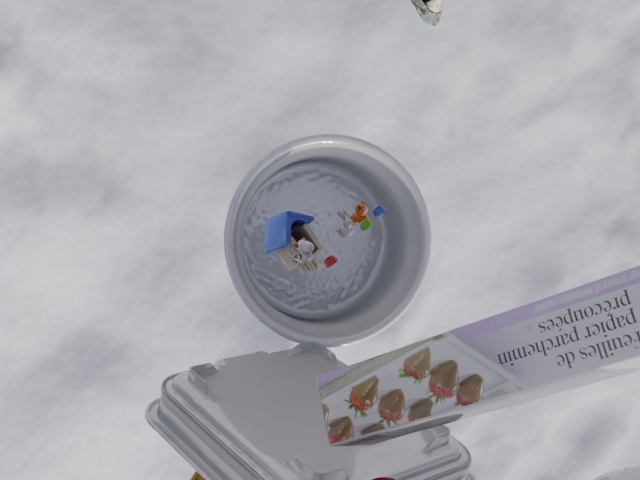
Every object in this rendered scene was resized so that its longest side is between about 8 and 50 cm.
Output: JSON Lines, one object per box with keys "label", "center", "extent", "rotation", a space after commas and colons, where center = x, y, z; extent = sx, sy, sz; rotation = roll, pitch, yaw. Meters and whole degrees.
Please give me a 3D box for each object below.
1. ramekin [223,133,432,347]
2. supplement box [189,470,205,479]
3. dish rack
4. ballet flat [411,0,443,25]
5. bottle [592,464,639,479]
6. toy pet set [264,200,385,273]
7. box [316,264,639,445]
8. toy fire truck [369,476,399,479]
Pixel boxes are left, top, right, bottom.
{"label": "ramekin", "center": [0.000, 0.000, 1.215], "extent": [0.277, 0.135, 0.278], "rotation": [0, 90, -12]}
{"label": "supplement box", "center": [-0.110, 0.292, 1.027], "extent": [0.083, 0.043, 0.055], "rotation": [29, 66, 6]}
{"label": "dish rack", "center": [-0.009, 0.209, 1.010], "extent": [0.285, 0.332, 0.073], "rotation": [-7, 114, -40]}
{"label": "ballet flat", "center": [0.116, -0.280, 0.998], "extent": [0.041, 0.041, 0.114], "rotation": [-49, 134, 2]}
{"label": "bottle", "center": [0.164, 0.234, 0.351], "extent": [0.092, 0.118, 0.283], "rotation": [-5, 64, 2]}
{"label": "toy pet set", "center": [-0.007, -0.017, 1.046], "extent": [0.065, 0.114, 0.122], "rotation": [56, 47, -12]}
{"label": "box", "center": [0.142, 0.096, 0.701], "extent": [0.324, 0.063, 0.067], "rotation": [-25, 157, 33]}
{"label": "toy fire truck", "center": [0.013, 0.339, 0.635], "extent": [0.169, 0.302, 0.254], "rotation": [-30, 95, 34]}
